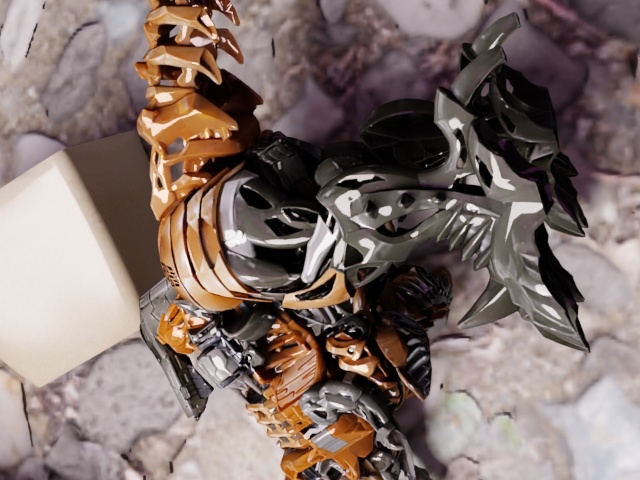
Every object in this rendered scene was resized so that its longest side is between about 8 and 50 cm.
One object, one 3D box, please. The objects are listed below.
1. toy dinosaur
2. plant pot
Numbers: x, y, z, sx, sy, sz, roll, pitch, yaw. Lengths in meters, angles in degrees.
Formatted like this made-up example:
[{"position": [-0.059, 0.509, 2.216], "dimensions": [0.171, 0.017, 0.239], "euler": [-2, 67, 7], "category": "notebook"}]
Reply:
[{"position": [0.000, 0.000, 0.500], "dimensions": [0.218, 0.322, 0.164], "euler": [-14, 41, 19], "category": "toy dinosaur"}, {"position": [-0.134, 0.013, 0.594], "dimensions": [0.109, 0.109, 0.096], "euler": [-31, 94, 15], "category": "plant pot"}]
